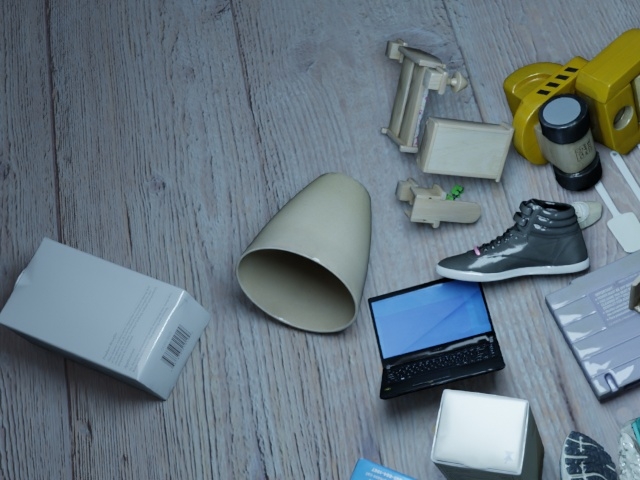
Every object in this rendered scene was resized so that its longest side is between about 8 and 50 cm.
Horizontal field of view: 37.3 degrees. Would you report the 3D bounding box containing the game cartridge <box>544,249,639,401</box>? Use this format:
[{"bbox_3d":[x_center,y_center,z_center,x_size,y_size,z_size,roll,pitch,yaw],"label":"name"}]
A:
[{"bbox_3d":[0.626,0.125,1.763,0.355,0.068,0.230,-25,57,4],"label":"game cartridge"}]

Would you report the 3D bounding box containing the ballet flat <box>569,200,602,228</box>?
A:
[{"bbox_3d":[0.482,-0.042,1.887,0.168,0.052,0.057,-22,60,5],"label":"ballet flat"}]

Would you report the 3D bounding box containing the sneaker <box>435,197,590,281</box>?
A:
[{"bbox_3d":[0.365,-0.006,1.839,0.296,0.104,0.146,-6,105,8],"label":"sneaker"}]

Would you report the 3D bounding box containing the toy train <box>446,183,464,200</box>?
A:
[{"bbox_3d":[0.268,-0.084,1.990,0.083,0.017,0.024,-47,52,-9],"label":"toy train"}]

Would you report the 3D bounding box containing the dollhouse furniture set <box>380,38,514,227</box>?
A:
[{"bbox_3d":[0.244,-0.233,2.014,0.174,0.303,0.355,5,24,-17],"label":"dollhouse furniture set"}]

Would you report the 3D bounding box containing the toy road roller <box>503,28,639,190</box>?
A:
[{"bbox_3d":[0.523,-0.287,1.914,0.330,0.202,0.240,-39,47,-6],"label":"toy road roller"}]

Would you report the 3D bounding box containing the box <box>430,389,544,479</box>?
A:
[{"bbox_3d":[0.290,0.359,1.600,0.148,0.311,0.121,5,67,19],"label":"box"}]

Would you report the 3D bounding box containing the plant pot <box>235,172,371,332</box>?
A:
[{"bbox_3d":[0.000,0.000,1.917,0.257,0.256,0.274,10,52,21],"label":"plant pot"}]

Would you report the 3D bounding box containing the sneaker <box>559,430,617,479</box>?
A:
[{"bbox_3d":[0.434,0.460,1.627,0.110,0.122,0.283,24,45,-15],"label":"sneaker"}]

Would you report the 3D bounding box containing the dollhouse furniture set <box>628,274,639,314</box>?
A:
[{"bbox_3d":[0.651,0.094,1.667,0.144,0.123,0.151,-45,62,-7],"label":"dollhouse furniture set"}]

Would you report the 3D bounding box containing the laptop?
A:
[{"bbox_3d":[0.212,0.175,1.812,0.234,0.264,0.136,-16,98,9],"label":"laptop"}]

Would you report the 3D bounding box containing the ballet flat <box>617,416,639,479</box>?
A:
[{"bbox_3d":[0.584,0.493,1.561,0.147,0.147,0.408,-29,61,1],"label":"ballet flat"}]

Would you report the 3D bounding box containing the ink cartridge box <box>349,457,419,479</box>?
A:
[{"bbox_3d":[0.132,0.615,1.607,0.286,0.166,0.394,17,70,23],"label":"ink cartridge box"}]

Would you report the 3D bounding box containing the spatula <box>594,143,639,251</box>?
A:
[{"bbox_3d":[0.625,-0.097,1.882,0.168,0.019,0.242,-24,58,3],"label":"spatula"}]

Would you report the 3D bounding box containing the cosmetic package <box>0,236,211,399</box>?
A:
[{"bbox_3d":[-0.460,0.162,2.008,0.385,0.156,0.217,19,72,25],"label":"cosmetic package"}]
